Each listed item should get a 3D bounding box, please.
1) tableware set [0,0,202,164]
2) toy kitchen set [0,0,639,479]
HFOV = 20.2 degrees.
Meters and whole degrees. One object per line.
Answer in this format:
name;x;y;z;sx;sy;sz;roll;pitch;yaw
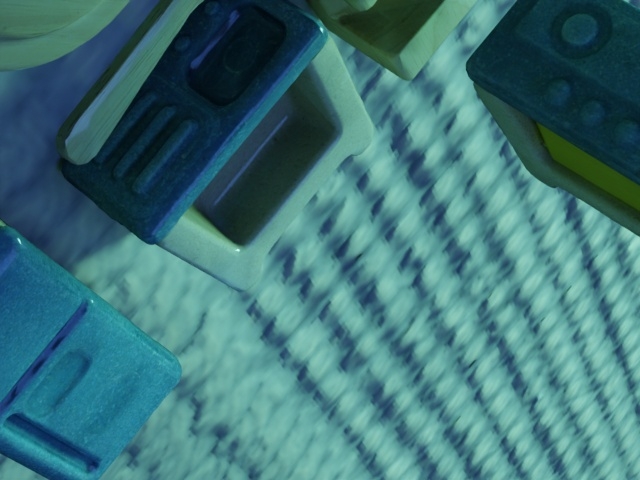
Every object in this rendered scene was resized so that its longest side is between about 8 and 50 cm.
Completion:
tableware set;-0.046;-0.128;0.425;0.194;0.039;0.128;-55;140;-10
toy kitchen set;0.000;0.000;0.494;0.207;0.166;0.122;-51;152;-5
